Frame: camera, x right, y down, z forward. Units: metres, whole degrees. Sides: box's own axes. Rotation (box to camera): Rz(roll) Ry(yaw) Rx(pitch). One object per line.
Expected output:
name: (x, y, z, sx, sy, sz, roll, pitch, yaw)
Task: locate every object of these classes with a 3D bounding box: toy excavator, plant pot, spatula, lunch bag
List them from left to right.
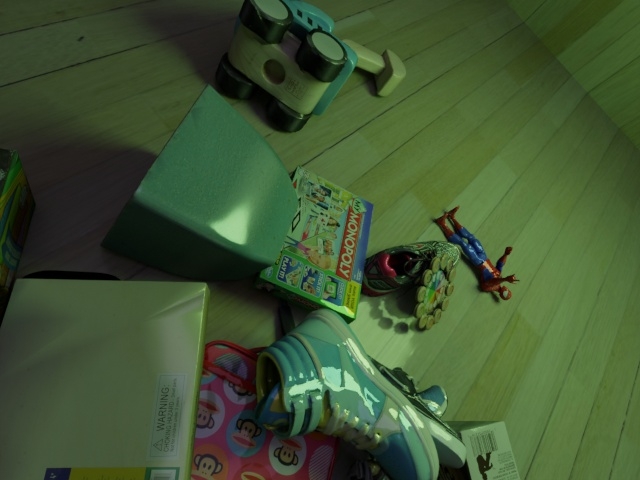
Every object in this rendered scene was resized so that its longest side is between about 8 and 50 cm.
plant pot: (-0.189, -0.060, 0.722, 0.252, 0.248, 0.247, 34, 56, -25)
lunch bag: (-0.110, 0.303, 0.664, 0.293, 0.120, 0.258, 31, 53, -12)
spatula: (-0.075, 0.110, 0.815, 0.084, 0.030, 0.296, -2, 68, -29)
toy excavator: (0.016, -0.478, 1.044, 0.433, 0.222, 0.445, 32, 48, -12)

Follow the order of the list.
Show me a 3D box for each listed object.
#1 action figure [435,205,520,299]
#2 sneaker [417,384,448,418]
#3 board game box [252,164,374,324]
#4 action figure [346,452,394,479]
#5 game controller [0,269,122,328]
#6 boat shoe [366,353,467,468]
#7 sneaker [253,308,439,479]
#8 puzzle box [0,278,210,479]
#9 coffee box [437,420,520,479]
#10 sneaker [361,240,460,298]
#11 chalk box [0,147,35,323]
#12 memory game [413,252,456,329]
action figure: (0.438, 0.028, 1.053, 0.091, 0.139, 0.280, -29, 85, -32)
sneaker: (0.173, 0.338, 0.804, 0.211, 0.080, 0.081, -18, 78, -32)
board game box: (0.000, 0.000, 0.872, 0.213, 0.046, 0.317, 25, 51, -14)
action figure: (0.064, 0.470, 0.671, 0.285, 0.099, 0.185, -37, 105, -26)
game controller: (-0.394, 0.199, 0.593, 0.166, 0.067, 0.319, 8, 63, -23)
boat shoe: (0.135, 0.284, 0.739, 0.301, 0.108, 0.102, 26, 51, 29)
sneaker: (0.019, 0.271, 0.602, 0.208, 0.127, 0.319, -18, 60, -47)
puzzle box: (-0.304, 0.252, 0.523, 0.272, 0.052, 0.409, 3, 66, -6)
coffee box: (0.278, 0.498, 0.731, 0.118, 0.168, 0.297, 1, 68, -26)
sneaker: (0.228, 0.060, 0.942, 0.299, 0.112, 0.121, -13, 74, -31)
chalk box: (-0.534, 0.023, 0.539, 0.180, 0.179, 0.289, 10, 64, -23)
memory game: (0.267, 0.119, 0.922, 0.186, 0.012, 0.186, -20, 118, -44)
